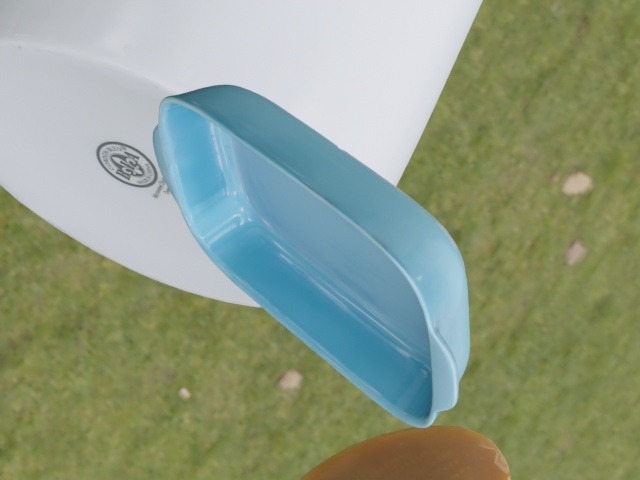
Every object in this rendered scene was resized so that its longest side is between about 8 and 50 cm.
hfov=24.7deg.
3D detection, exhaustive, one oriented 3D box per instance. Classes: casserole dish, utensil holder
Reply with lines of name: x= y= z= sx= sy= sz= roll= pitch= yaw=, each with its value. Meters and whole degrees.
casserole dish: x=0.000 y=0.000 z=0.614 sx=0.037 sy=0.188 sz=0.114 roll=-36 pitch=144 yaw=-23
utensil holder: x=-0.048 y=-0.193 z=1.036 sx=0.385 sy=0.327 sz=0.327 roll=-64 pitch=151 yaw=-24

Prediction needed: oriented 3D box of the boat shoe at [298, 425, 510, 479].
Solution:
boat shoe: x=-0.002 y=0.157 z=0.712 sx=0.207 sy=0.073 sz=0.073 roll=-26 pitch=156 yaw=-1
